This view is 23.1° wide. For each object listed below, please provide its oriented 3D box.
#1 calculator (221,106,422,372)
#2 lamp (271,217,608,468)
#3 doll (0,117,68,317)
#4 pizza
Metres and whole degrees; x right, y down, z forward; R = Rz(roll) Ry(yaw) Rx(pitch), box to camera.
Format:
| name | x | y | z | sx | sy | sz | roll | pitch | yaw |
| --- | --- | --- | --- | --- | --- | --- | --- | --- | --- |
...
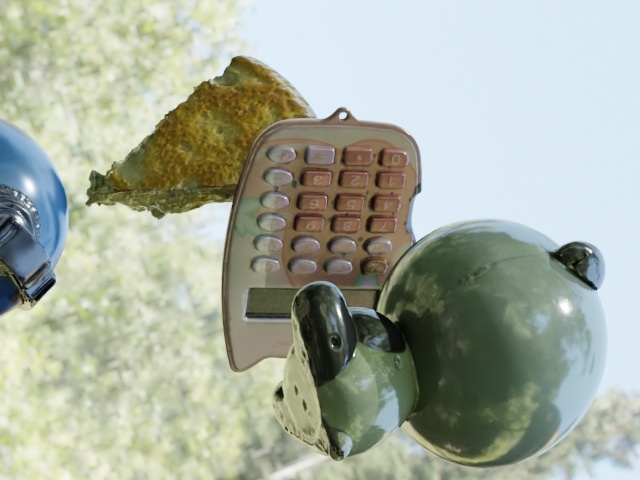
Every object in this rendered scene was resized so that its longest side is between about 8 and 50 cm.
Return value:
| name | x | y | z | sx | sy | sz | roll | pitch | yaw |
| --- | --- | --- | --- | --- | --- | --- | --- | --- | --- |
| calculator | 0.000 | 0.000 | 1.729 | 0.048 | 0.220 | 0.330 | -112 | -151 | -57 |
| lamp | 0.092 | 0.083 | 1.148 | 0.197 | 0.243 | 0.198 | 170 | -90 | -70 |
| doll | -0.392 | -0.043 | 1.538 | 0.310 | 0.240 | 0.284 | 51 | -22 | -25 |
| pizza | -0.138 | -0.098 | 1.814 | 0.075 | 0.287 | 0.280 | 75 | -6 | -46 |
